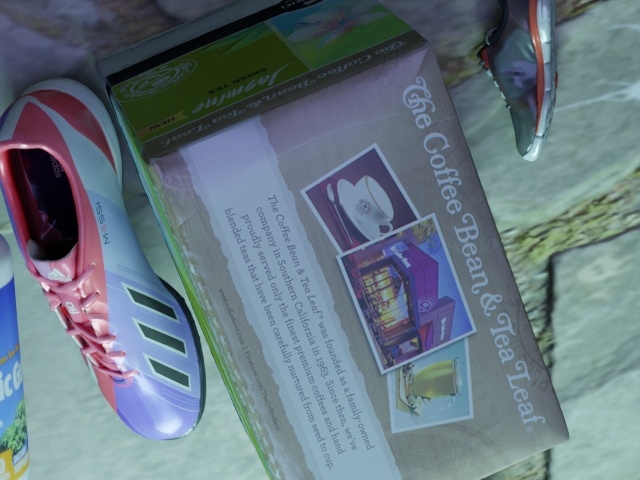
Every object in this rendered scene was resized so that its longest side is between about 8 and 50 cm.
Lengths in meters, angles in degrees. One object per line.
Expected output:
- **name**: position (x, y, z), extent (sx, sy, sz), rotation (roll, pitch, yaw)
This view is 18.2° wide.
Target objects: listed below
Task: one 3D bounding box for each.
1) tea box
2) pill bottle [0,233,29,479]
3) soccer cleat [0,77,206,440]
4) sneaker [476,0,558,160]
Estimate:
- **tea box**: position (0.000, 0.000, 1.525), extent (0.220, 0.323, 0.329), rotation (-24, 110, -6)
- **pill bottle**: position (-0.312, 0.070, 1.558), extent (0.152, 0.152, 0.272), rotation (-6, 109, -12)
- **soccer cleat**: position (-0.183, 0.033, 1.584), extent (0.109, 0.116, 0.318), rotation (-10, 110, 21)
- **sneaker**: position (0.164, -0.145, 1.676), extent (0.065, 0.061, 0.158), rotation (3, 107, 13)
